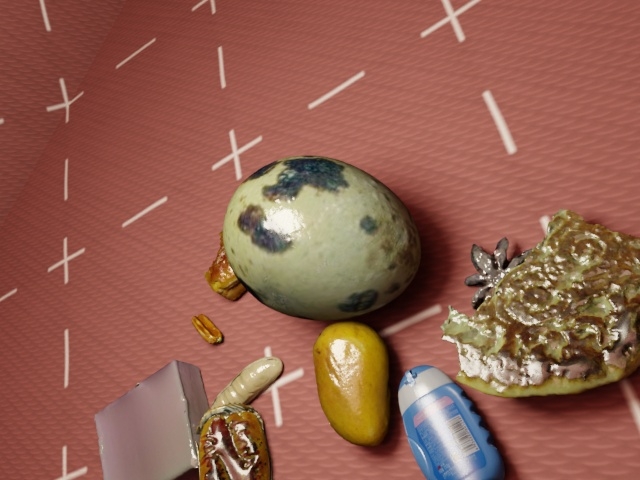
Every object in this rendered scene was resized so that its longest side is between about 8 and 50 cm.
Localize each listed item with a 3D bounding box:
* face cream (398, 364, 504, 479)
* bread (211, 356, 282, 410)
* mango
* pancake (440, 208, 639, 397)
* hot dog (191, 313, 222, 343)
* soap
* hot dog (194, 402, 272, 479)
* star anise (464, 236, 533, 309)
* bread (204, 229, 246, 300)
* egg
[{"bbox_3d":[0.228,0.350,1.276,0.149,0.083,0.264,-38,51,14],"label":"face cream"},{"bbox_3d":[-0.179,0.338,1.599,0.214,0.053,0.073,-42,47,13],"label":"bread"},{"bbox_3d":[0.068,0.288,1.396,0.167,0.130,0.262,-17,65,23],"label":"mango"},{"bbox_3d":[0.423,0.132,1.209,0.427,0.067,0.305,-42,50,1],"label":"pancake"},{"bbox_3d":[-0.289,0.226,1.741,0.122,0.049,0.037,37,129,46],"label":"hot dog"},{"bbox_3d":[-0.399,0.482,1.654,0.296,0.107,0.285,-34,52,19],"label":"soap"},{"bbox_3d":[-0.186,0.487,1.486,0.162,0.082,0.270,-8,59,-8],"label":"hot dog"},{"bbox_3d":[0.357,0.076,1.329,0.180,0.061,0.205,-20,57,27],"label":"star anise"},{"bbox_3d":[-0.152,-0.029,1.722,0.380,0.109,0.185,-44,51,13],"label":"bread"},{"bbox_3d":[0.000,0.000,1.440,0.428,0.345,0.345,20,81,25],"label":"egg"}]
